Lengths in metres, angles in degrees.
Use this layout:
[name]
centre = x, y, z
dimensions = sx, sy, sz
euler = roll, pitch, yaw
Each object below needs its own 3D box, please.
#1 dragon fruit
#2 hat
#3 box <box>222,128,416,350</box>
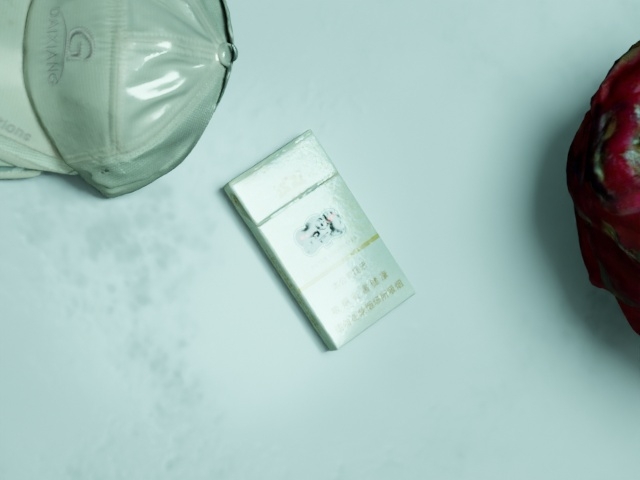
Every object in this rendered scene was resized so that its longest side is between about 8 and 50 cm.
[dragon fruit]
centre = 0.359, -0.046, 1.208
dimensions = 0.329, 0.329, 0.329
euler = 3, 81, -19
[hat]
centre = -0.199, -0.155, 1.115
dimensions = 0.226, 0.164, 0.219
euler = 9, 77, -40
[box]
centre = 0.000, 0.000, 1.220
dimensions = 0.090, 0.024, 0.167
euler = -35, 95, -20
